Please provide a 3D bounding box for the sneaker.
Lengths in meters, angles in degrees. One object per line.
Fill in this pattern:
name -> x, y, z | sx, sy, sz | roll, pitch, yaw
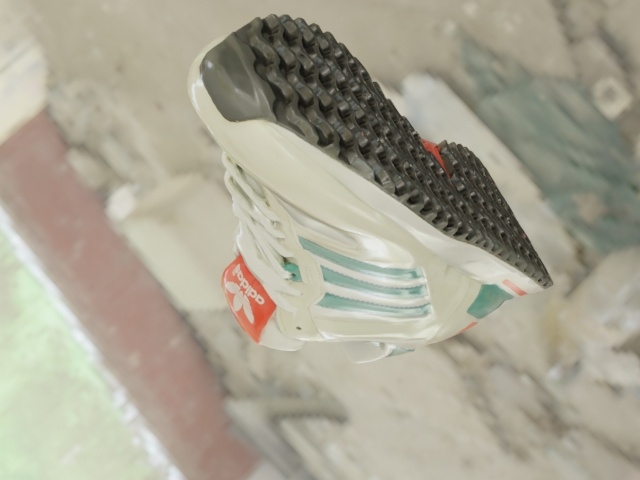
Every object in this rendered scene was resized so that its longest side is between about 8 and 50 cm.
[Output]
sneaker -> 0.000, 0.000, 0.497 | 0.161, 0.075, 0.057 | 29, -150, -60
